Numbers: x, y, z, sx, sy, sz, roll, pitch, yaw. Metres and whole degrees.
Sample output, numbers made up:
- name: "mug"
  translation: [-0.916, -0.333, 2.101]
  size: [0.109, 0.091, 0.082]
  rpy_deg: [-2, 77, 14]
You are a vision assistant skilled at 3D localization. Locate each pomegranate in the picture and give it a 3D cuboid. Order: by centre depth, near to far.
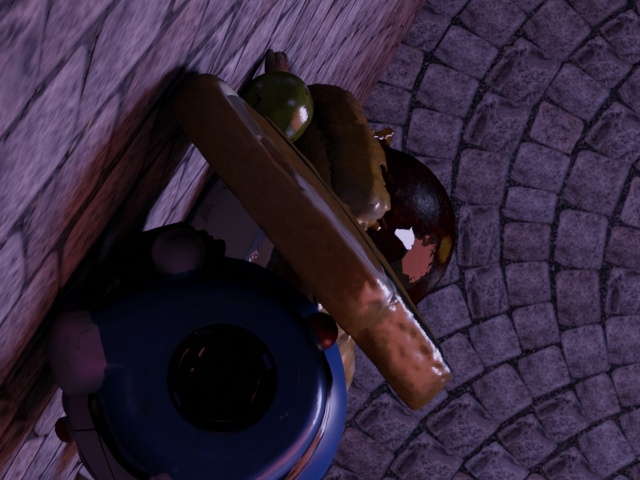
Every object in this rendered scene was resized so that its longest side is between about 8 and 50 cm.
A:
- name: "pomegranate"
  translation: [-0.041, -0.127, 1.411]
  size: [0.084, 0.073, 0.073]
  rpy_deg: [-95, -153, -47]

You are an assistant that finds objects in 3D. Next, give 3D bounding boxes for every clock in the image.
- name: "clock"
  translation: [-0.088, 0.001, 1.602]
  size: [0.231, 0.103, 0.144]
  rpy_deg: [-60, 170, -7]

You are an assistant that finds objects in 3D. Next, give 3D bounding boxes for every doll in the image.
- name: "doll"
  translation: [-0.092, 0.121, 1.222]
  size: [0.240, 0.284, 0.310]
  rpy_deg: [-16, 173, -12]

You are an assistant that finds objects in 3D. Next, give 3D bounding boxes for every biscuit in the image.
- name: "biscuit"
  translation: [0.002, -0.001, 1.139]
  size: [0.057, 0.287, 0.344]
  rpy_deg: [-38, 175, 0]

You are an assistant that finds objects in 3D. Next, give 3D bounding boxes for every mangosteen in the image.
- name: "mangosteen"
  translation: [0.062, -0.045, 2.403]
  size: [0.306, 0.306, 0.359]
  rpy_deg: [118, -18, -60]

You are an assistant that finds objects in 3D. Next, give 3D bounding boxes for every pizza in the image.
- name: "pizza"
  translation: [0.009, -0.017, 1.662]
  size: [0.392, 0.080, 0.435]
  rpy_deg: [114, -27, -68]

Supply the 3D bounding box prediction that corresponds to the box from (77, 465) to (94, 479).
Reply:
- name: "box"
  translation: [-0.271, 0.366, 2.088]
  size: [0.035, 0.139, 0.245]
  rpy_deg: [-55, 176, -23]
